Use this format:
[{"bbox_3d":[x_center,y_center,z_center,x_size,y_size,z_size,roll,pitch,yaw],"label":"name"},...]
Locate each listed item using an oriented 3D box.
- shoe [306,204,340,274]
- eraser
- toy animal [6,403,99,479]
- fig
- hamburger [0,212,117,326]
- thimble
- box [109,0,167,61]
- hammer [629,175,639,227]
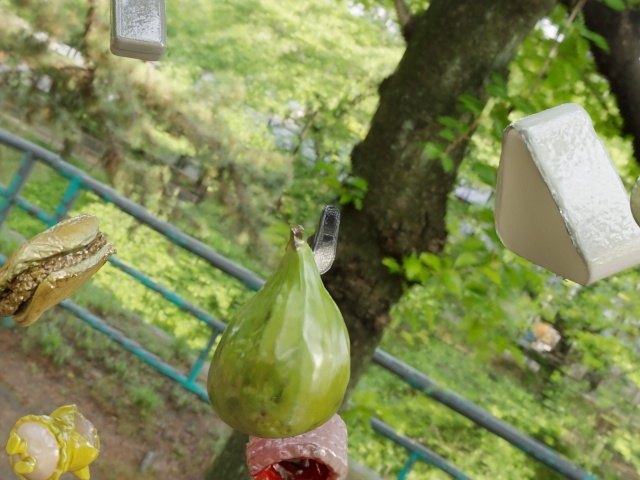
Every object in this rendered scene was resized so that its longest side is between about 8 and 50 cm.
[{"bbox_3d":[0.000,0.000,1.950,0.062,0.159,0.053,19,-7,-37],"label":"shoe"},{"bbox_3d":[0.452,-0.100,1.708,0.331,0.150,0.331,158,-90,-78],"label":"eraser"},{"bbox_3d":[-0.528,0.407,1.769,0.156,0.156,0.230,30,2,18],"label":"toy animal"},{"bbox_3d":[-0.061,0.164,1.388,0.233,0.314,0.233,4,38,-3],"label":"fig"},{"bbox_3d":[-0.599,0.061,2.005,0.144,0.259,0.283,48,31,-6],"label":"hamburger"},{"bbox_3d":[-0.038,0.409,1.719,0.125,0.190,0.163,-85,157,-52],"label":"thimble"},{"bbox_3d":[-0.348,-0.453,1.715,0.103,0.243,0.055,5,-30,-20],"label":"box"},{"bbox_3d":[0.560,0.014,1.222,0.305,0.113,0.202,43,19,19],"label":"hammer"}]
